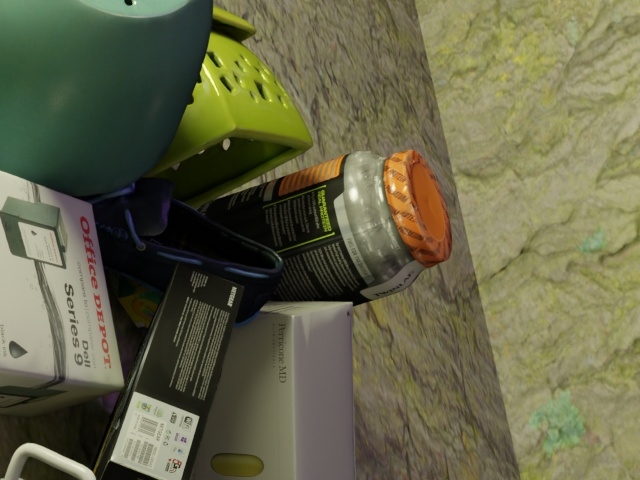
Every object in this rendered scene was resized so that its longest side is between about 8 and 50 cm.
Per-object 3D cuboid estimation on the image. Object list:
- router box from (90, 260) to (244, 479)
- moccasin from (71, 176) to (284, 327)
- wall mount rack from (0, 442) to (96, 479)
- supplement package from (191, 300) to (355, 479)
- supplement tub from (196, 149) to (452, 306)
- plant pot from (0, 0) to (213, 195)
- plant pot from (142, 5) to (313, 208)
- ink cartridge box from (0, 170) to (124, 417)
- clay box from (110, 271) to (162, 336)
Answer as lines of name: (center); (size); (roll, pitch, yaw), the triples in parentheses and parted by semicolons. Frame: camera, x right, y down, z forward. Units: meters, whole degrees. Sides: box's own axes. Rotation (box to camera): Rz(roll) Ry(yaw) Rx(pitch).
router box: (-0.177, 0.208, 1.625); (0.081, 0.243, 0.309); (22, 36, -7)
moccasin: (-0.192, -0.031, 1.779); (0.342, 0.117, 0.138); (26, 41, -24)
wall mount rack: (-0.316, 0.329, 1.343); (0.350, 0.130, 0.304); (1, 110, -67)
supplement package: (-0.057, 0.210, 1.952); (0.204, 0.145, 0.262); (-6, 95, -69)
supplement tub: (0.000, 0.000, 2.116); (0.193, 0.316, 0.194); (50, 31, -45)
plant pot: (-0.241, -0.228, 1.632); (0.293, 0.235, 0.293); (13, 55, -20)
plant pot: (-0.176, -0.167, 1.959); (0.227, 0.228, 0.207); (6, 62, -65)
ink cartridge box: (-0.323, 0.047, 1.542); (0.289, 0.121, 0.211); (21, 54, -64)
clay box: (-0.186, 0.060, 1.924); (0.222, 0.053, 0.127); (65, 19, -49)
